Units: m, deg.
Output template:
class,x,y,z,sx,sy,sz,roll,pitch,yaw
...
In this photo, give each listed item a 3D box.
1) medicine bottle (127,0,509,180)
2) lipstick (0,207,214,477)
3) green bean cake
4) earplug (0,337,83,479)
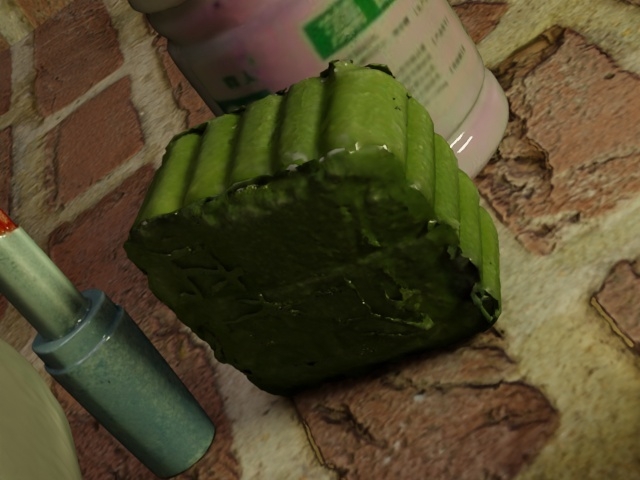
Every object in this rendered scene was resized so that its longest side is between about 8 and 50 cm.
class,x,y,z,sx,sy,sz,roll,pitch,yaw
medicine bottle,-0.014,-0.176,1.025,0.212,0.325,0.212,-29,26,16
lipstick,-0.175,0.056,0.899,0.068,0.274,0.061,-49,29,-23
green bean cake,0.000,0.000,0.866,0.214,0.200,0.113,-19,40,25
earplug,-0.253,0.235,0.666,0.312,0.312,0.394,-38,27,-3
